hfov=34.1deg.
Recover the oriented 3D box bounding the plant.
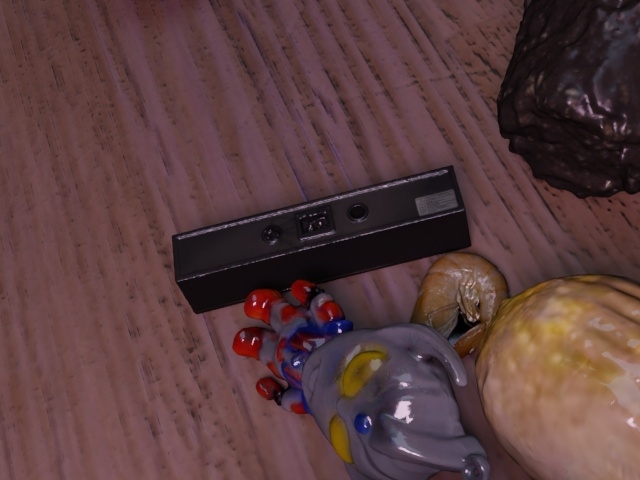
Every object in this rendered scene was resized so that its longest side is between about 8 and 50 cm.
[{"bbox_3d":[0.202,-0.130,0.663,0.142,0.131,0.203,30,69,-18],"label":"plant"}]

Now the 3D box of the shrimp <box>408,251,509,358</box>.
[{"bbox_3d":[0.084,0.053,0.643,0.059,0.023,0.108,13,61,12],"label":"shrimp"}]

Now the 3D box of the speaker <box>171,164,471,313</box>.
[{"bbox_3d":[0.000,0.000,0.685,0.191,0.046,0.040,-14,55,5],"label":"speaker"}]

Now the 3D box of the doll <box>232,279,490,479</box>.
[{"bbox_3d":[0.023,0.085,0.600,0.194,0.062,0.104,30,90,40],"label":"doll"}]

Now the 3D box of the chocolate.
[{"bbox_3d":[0.209,0.118,0.503,0.134,0.134,0.309,-44,54,-16],"label":"chocolate"}]
